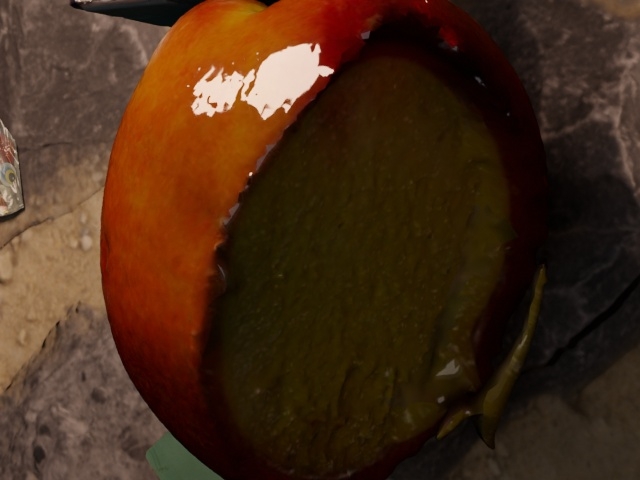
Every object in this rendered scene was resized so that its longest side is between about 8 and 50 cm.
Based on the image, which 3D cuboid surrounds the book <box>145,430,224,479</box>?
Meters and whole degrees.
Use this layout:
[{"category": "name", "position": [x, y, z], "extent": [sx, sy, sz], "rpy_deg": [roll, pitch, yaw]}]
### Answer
[{"category": "book", "position": [-0.089, 0.190, 1.472], "extent": [0.135, 0.017, 0.103], "rpy_deg": [-44, 73, 21]}]

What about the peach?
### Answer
[{"category": "peach", "position": [-0.006, -0.019, 1.260], "extent": [0.310, 0.335, 0.406], "rpy_deg": [-137, 47, -55]}]

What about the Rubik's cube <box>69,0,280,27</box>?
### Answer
[{"category": "Rubik's cube", "position": [-0.061, -0.296, 1.349], "extent": [0.231, 0.224, 0.221], "rpy_deg": [-1, 90, 27]}]

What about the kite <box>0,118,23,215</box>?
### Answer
[{"category": "kite", "position": [-0.392, -0.044, 1.640], "extent": [0.229, 0.016, 0.127], "rpy_deg": [-31, 72, 23]}]
